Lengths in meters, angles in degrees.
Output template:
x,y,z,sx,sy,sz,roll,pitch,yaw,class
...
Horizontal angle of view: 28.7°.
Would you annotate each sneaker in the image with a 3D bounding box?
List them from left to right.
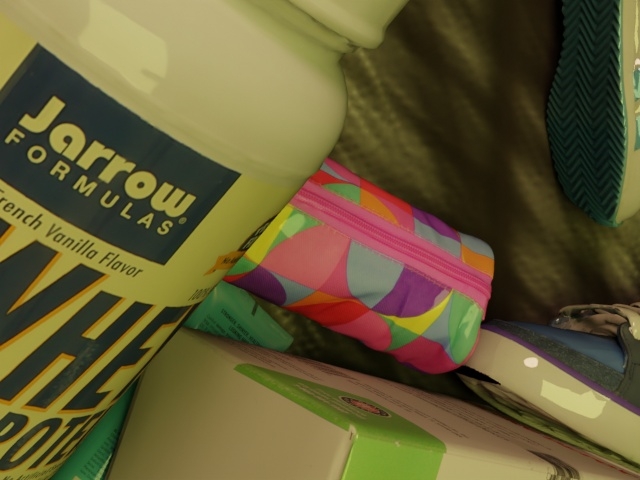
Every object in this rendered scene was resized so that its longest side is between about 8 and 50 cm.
x,y,z,sx,sy,sz,roll,pitch,yaw,class
0.208,-0.119,0.817,0.092,0.087,0.228,-9,112,-25,sneaker
0.262,0.050,0.888,0.323,0.130,0.236,26,83,-23,sneaker

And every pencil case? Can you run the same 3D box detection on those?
x,y,z,sx,sy,sz,roll,pitch,yaw,class
0.000,0.000,0.745,0.236,0.104,0.104,26,94,-32,pencil case

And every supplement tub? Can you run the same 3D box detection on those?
x,y,z,sx,sy,sz,roll,pitch,yaw,class
-0.137,-0.051,0.552,0.235,0.235,0.325,33,107,-30,supplement tub

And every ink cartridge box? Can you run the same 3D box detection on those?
x,y,z,sx,sy,sz,roll,pitch,yaw,class
0.045,0.150,0.735,0.273,0.198,0.114,19,90,-37,ink cartridge box

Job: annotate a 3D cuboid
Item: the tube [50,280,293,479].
x,y,z,sx,sy,sz,roll,pitch,yaw,class
-0.106,0.114,0.768,0.207,0.052,0.080,-48,127,-10,tube
